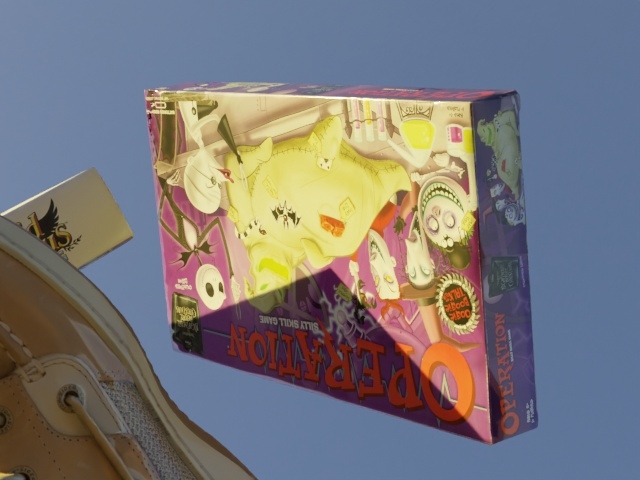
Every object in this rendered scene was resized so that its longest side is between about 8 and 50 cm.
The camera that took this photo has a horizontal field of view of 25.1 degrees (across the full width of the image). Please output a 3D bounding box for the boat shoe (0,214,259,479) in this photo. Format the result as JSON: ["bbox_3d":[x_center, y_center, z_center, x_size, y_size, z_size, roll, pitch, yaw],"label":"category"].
[{"bbox_3d":[-0.144,0.106,0.741,0.121,0.110,0.341,-29,-67,39],"label":"boat shoe"}]

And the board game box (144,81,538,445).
[{"bbox_3d":[0.000,0.000,0.967,0.346,0.056,0.208,8,-69,51],"label":"board game box"}]

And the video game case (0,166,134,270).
[{"bbox_3d":[-0.294,0.055,1.005,0.269,0.244,0.061,-21,-81,52],"label":"video game case"}]
